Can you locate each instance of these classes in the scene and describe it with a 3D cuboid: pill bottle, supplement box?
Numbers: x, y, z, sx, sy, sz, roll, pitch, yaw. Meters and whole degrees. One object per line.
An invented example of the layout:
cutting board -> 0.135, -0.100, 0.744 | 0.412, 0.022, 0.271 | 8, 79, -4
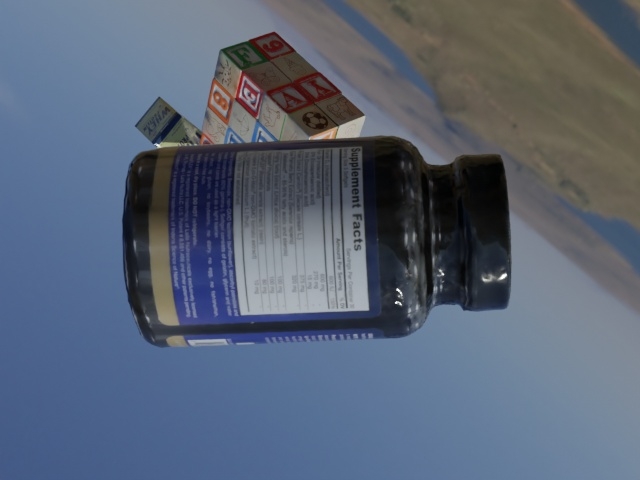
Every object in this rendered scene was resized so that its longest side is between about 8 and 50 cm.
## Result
pill bottle -> 0.000, 0.000, 0.738 | 0.219, 0.123, 0.123 | -2, -173, 3
supplement box -> -0.201, -0.146, 1.723 | 0.083, 0.056, 0.083 | 38, -178, -35

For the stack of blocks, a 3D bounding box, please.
stack of blocks -> -0.065, -0.081, 1.513 | 0.087, 0.297, 0.171 | -25, -121, -35
